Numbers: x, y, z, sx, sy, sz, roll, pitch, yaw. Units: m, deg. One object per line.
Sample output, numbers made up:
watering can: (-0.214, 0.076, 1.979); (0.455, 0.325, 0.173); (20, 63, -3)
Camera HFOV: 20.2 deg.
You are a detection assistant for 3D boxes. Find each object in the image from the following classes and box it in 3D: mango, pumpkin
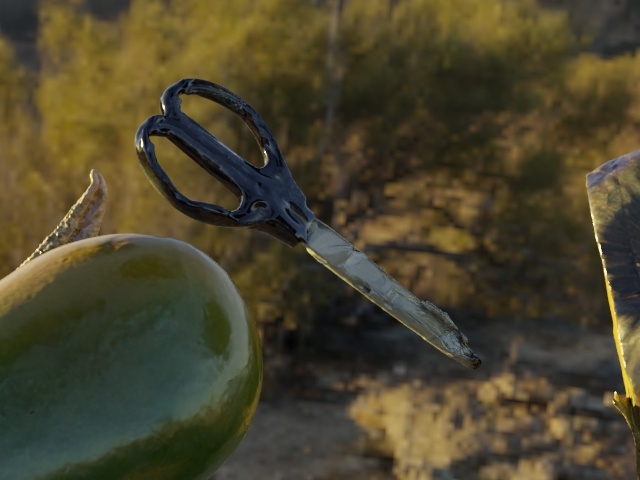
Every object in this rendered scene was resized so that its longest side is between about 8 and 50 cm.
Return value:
mango: (-0.143, 0.091, 0.983); (0.251, 0.156, 0.114); (-30, -2, -26)
pumpkin: (0.289, 0.050, 1.394); (0.139, 0.221, 0.317); (-7, 50, 10)

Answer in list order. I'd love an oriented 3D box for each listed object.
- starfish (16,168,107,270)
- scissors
starfish: (-0.280, 0.061, 1.443); (0.231, 0.295, 0.048); (24, 5, -8)
scissors: (0.000, 0.000, 1.263); (0.300, 0.109, 0.022); (38, -40, -10)
